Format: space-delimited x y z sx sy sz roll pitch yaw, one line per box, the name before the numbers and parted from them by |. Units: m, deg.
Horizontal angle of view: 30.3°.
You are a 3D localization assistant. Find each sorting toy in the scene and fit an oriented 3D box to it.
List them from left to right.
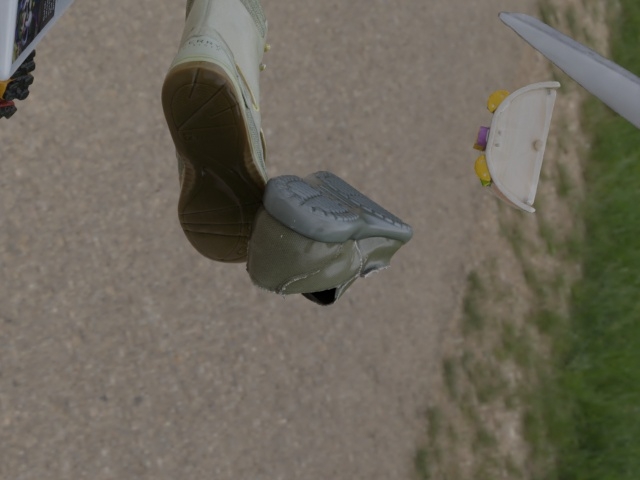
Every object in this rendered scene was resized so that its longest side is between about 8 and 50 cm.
sorting toy | 0.118 -0.062 0.769 0.075 0.045 0.083 -171 -88 -84

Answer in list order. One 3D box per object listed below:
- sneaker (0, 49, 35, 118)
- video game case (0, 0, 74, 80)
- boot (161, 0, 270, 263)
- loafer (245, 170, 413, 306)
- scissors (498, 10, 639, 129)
sneaker | -0.230 -0.170 0.741 0.092 0.225 0.088 40 42 16
video game case | -0.139 -0.198 0.604 0.173 0.022 0.190 -88 -170 -64
boot | -0.076 -0.101 0.956 0.213 0.077 0.165 83 7 -45
loafer | 0.000 0.000 0.957 0.094 0.087 0.251 35 11 19
scissors | 0.203 -0.007 0.511 0.021 0.297 0.109 -52 160 -64
